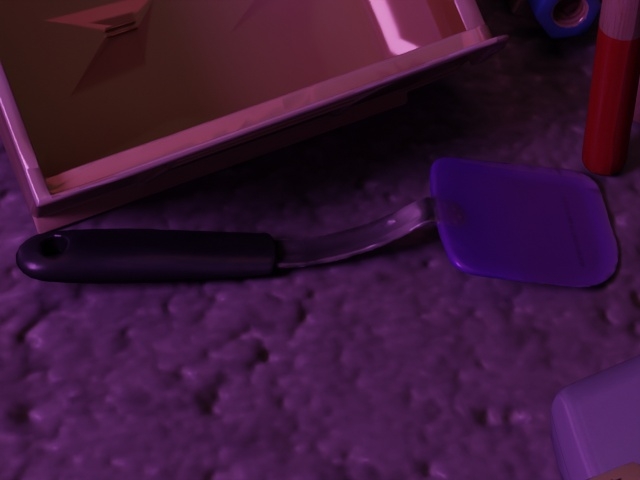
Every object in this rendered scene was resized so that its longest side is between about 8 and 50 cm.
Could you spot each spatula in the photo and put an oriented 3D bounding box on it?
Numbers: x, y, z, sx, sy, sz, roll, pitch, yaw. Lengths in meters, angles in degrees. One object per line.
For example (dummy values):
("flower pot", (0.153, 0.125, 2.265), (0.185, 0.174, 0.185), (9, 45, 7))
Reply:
("spatula", (0.000, 0.000, 0.690), (0.296, 0.030, 0.084), (-6, 47, -3))

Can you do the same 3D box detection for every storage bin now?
("storage bin", (-0.068, -0.171, 0.707), (0.260, 0.123, 0.262), (-21, 86, -16))

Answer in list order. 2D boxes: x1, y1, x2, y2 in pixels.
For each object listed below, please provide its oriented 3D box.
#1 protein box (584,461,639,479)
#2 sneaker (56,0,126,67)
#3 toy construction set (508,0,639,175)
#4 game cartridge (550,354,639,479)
("protein box", (0.024, 0.199, 0.370), (0.199, 0.201, 0.136), (-19, 47, -15))
("sneaker", (-0.115, -0.211, 0.827), (0.130, 0.112, 0.297), (17, 76, 8))
("toy construction set", (0.206, -0.216, 0.747), (0.257, 0.237, 0.309), (12, 47, 15))
("game cartridge", (0.225, 0.140, 0.525), (0.198, 0.062, 0.297), (-18, 47, -20))
